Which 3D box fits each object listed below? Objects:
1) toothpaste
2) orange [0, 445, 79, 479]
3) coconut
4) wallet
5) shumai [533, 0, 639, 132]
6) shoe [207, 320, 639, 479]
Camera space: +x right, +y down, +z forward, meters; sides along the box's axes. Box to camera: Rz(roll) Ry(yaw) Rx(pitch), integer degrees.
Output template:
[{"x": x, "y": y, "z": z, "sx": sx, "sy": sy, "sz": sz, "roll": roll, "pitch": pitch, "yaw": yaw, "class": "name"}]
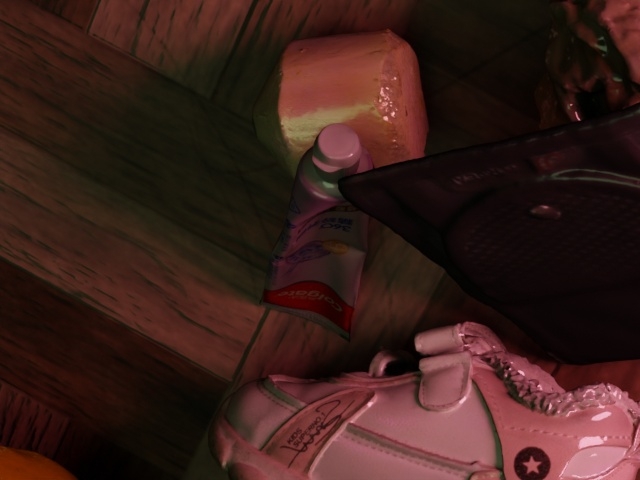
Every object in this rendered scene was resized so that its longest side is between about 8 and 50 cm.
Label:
[{"x": 0.000, "y": 0.000, "z": 1.212, "sx": 0.075, "sy": 0.048, "sz": 0.301, "roll": -2, "pitch": 155, "yaw": -6, "class": "toothpaste"}, {"x": -0.302, "y": 0.298, "z": 1.395, "sx": 0.235, "sy": 0.279, "sz": 0.279, "roll": 34, "pitch": 123, "yaw": 32, "class": "orange"}, {"x": 0.010, "y": -0.091, "z": 1.207, "sx": 0.122, "sy": 0.116, "sz": 0.116, "roll": -4, "pitch": 112, "yaw": 17, "class": "coconut"}, {"x": 0.195, "y": 0.009, "z": 1.122, "sx": 0.247, "sy": 0.041, "sz": 0.323, "roll": -11, "pitch": 150, "yaw": 36, "class": "wallet"}, {"x": 0.221, "y": -0.081, "z": 1.132, "sx": 0.206, "sy": 0.166, "sz": 0.175, "roll": 46, "pitch": 127, "yaw": 15, "class": "shumai"}, {"x": 0.091, "y": 0.158, "z": 1.279, "sx": 0.351, "sy": 0.172, "sz": 0.198, "roll": 22, "pitch": 86, "yaw": 26, "class": "shoe"}]
